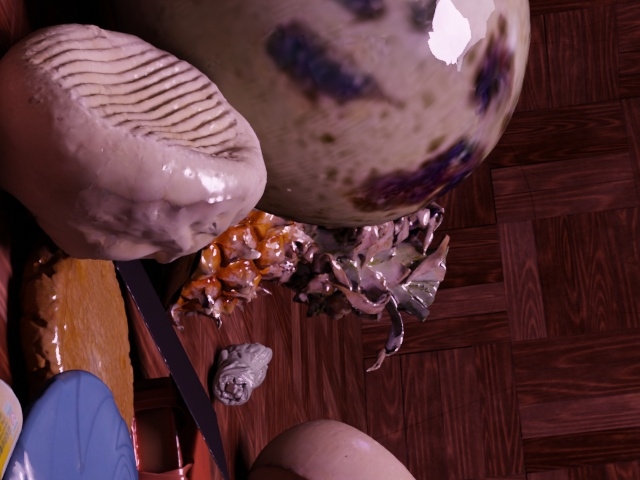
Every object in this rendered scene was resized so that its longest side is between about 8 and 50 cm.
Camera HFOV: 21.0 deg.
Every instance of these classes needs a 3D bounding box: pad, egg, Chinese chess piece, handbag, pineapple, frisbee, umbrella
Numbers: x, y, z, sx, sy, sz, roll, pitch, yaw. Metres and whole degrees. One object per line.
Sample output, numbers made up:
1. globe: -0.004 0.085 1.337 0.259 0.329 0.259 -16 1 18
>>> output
1. pad: -0.137 0.093 1.558 0.170 0.006 0.245 -111 177 -67
2. egg: -0.010 -0.212 1.465 0.428 0.345 0.345 54 18 -21
3. Chinese chess piece: 0.028 0.342 2.089 0.102 0.273 0.273 -38 132 -33
4. handbag: -0.139 0.194 1.601 0.190 0.063 0.127 65 19 -78
5. pineapple: 0.000 0.000 1.747 0.262 0.272 0.262 -162 -90 -78
6. frisbee: -0.161 0.234 1.191 0.289 0.049 0.289 1 90 -78
7. umbrella: -0.094 0.153 2.033 0.062 0.067 0.143 53 17 -6

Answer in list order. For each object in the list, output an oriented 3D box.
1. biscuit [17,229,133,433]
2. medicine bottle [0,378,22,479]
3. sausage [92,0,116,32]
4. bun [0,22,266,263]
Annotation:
1. biscuit: -0.188 0.090 1.333 0.226 0.042 0.225 -7 90 -83
2. medicine bottle: -0.213 0.145 0.942 0.218 0.074 0.074 -86 167 -69
3. sausage: -0.165 -0.221 1.628 0.112 0.112 0.328 -81 162 -68
4. bun: -0.152 -0.060 1.276 0.133 0.231 0.231 -58 -171 21
